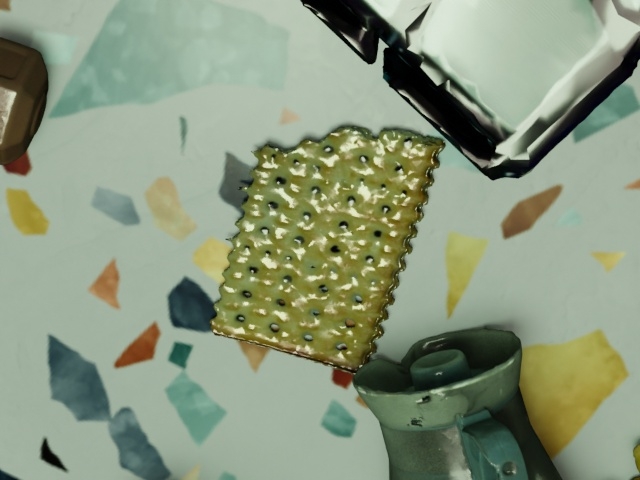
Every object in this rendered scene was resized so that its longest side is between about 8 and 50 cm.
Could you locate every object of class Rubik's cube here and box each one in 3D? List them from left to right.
[{"bbox_3d":[0.107,-0.253,0.883,0.293,0.283,0.288,-42,103,17],"label":"Rubik's cube"}]

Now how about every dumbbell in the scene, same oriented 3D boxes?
[{"bbox_3d":[-0.313,-0.128,1.039,0.231,0.092,0.082,19,136,-4],"label":"dumbbell"}]

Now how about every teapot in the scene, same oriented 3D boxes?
[{"bbox_3d":[0.120,0.194,1.078,0.171,0.203,0.225,-19,102,-11],"label":"teapot"}]

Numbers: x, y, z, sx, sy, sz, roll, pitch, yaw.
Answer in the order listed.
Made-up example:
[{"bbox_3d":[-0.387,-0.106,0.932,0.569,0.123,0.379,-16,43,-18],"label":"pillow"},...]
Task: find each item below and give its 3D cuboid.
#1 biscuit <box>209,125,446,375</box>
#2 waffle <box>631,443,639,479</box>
[{"bbox_3d":[0.000,0.000,1.107,0.144,0.016,0.203,15,109,-4],"label":"biscuit"},{"bbox_3d":[0.350,0.270,1.163,0.293,0.069,0.260,9,106,1],"label":"waffle"}]
